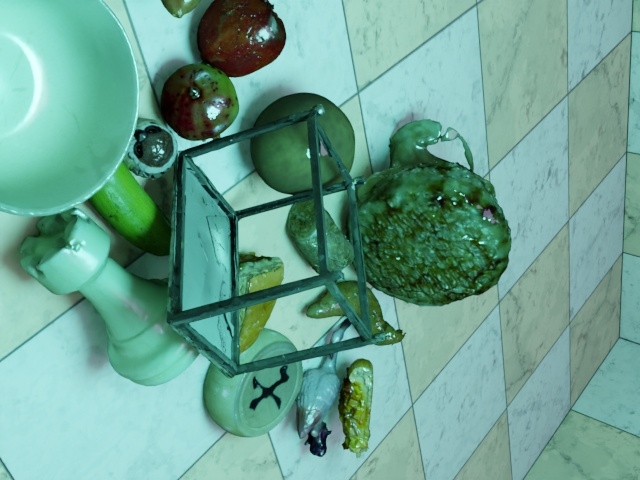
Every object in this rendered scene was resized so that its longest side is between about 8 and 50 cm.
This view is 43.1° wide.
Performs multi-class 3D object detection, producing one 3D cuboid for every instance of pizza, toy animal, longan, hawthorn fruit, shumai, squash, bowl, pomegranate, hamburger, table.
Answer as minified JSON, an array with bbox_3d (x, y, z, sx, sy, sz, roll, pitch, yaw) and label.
[{"bbox_3d":[0.082,0.400,1.925,0.289,0.081,0.229,91,1,-68],"label":"pizza"},{"bbox_3d":[-0.268,-0.138,1.316,0.098,0.098,0.137,-59,148,-16],"label":"toy animal"},{"bbox_3d":[-0.030,-0.178,1.522,0.220,0.196,0.197,17,91,-49],"label":"longan"},{"bbox_3d":[-0.142,-0.341,1.369,0.172,0.148,0.148,-44,143,9],"label":"hawthorn fruit"},{"bbox_3d":[0.261,-0.069,1.846,0.348,0.395,0.395,-63,148,-47],"label":"shumai"},{"bbox_3d":[0.000,0.337,1.866,0.195,0.090,0.324,11,91,-77],"label":"toy animal"},{"bbox_3d":[-0.316,-0.063,1.294,0.082,0.082,0.292,-55,141,-21],"label":"squash"},{"bbox_3d":[-0.399,-0.195,1.065,0.307,0.163,0.307,-24,122,-45],"label":"bowl"},{"bbox_3d":[-0.206,-0.220,1.353,0.129,0.129,0.159,-43,174,-33],"label":"pomegranate"},{"bbox_3d":[-0.142,0.131,1.549,0.155,0.135,0.208,-3,103,-46],"label":"hamburger"},{"bbox_3d":[-0.070,0.005,1.310,0.222,0.272,0.335,55,24,-52],"label":"table"}]

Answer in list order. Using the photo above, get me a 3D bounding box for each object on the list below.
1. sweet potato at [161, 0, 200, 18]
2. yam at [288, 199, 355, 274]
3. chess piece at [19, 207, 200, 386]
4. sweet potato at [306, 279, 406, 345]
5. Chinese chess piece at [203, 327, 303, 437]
[{"bbox_3d":[-0.205,-0.525,1.227,0.109,0.109,0.385,7,88,-53],"label":"sweet potato"},{"bbox_3d":[0.000,0.000,1.714,0.107,0.107,0.183,-56,137,-20],"label":"yam"},{"bbox_3d":[-0.325,0.082,1.280,0.195,0.194,0.299,-57,132,-19],"label":"chess piece"},{"bbox_3d":[0.088,0.161,1.888,0.310,0.098,0.124,29,51,-42],"label":"sweet potato"},{"bbox_3d":[-0.133,0.291,1.675,0.237,0.092,0.238,-25,123,-45],"label":"Chinese chess piece"}]
